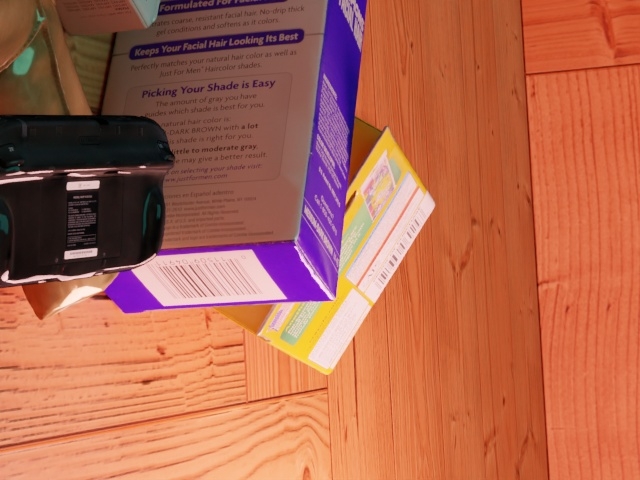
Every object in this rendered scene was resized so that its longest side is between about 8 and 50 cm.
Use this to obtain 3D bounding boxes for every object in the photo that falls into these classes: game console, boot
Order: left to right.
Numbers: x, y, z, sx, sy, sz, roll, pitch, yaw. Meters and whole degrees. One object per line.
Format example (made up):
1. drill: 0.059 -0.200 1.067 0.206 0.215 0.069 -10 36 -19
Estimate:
1. game console: -0.198 -0.007 0.987 0.361 0.044 0.213 -7 110 -61
2. boot: -0.203 -0.062 1.085 0.236 0.089 0.269 -59 146 -50

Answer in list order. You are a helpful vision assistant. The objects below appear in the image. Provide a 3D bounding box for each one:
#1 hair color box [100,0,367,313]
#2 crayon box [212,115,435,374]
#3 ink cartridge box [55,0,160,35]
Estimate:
1. hair color box: -0.071 -0.115 1.343 0.110 0.185 0.339 57 34 -56
2. crayon box: 0.000 0.000 1.489 0.203 0.083 0.323 -58 166 -3
3. ink cartridge box: -0.177 -0.254 1.224 0.175 0.072 0.127 63 29 -50
